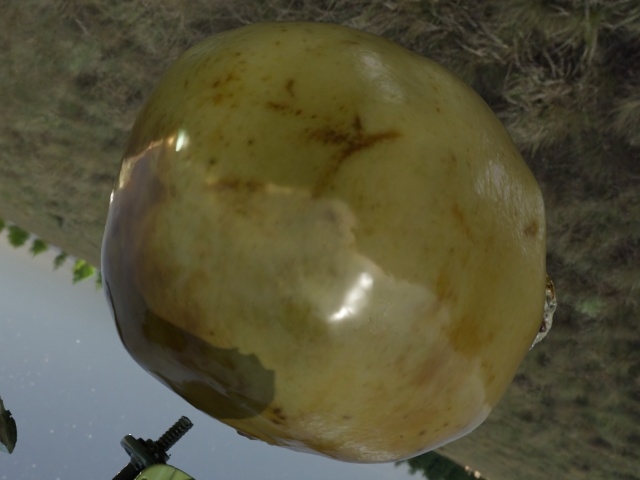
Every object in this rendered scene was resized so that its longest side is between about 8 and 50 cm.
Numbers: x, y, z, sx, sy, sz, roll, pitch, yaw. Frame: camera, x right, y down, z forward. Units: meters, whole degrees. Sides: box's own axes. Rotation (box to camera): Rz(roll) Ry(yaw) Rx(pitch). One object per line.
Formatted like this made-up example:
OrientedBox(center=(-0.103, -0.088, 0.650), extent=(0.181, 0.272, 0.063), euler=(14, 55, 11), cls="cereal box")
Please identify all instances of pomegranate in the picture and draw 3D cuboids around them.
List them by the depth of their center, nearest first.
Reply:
OrientedBox(center=(0.000, 0.000, 0.472), extent=(0.332, 0.332, 0.332), euler=(27, 169, 6), cls="pomegranate")

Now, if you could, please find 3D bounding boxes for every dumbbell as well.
OrientedBox(center=(-0.253, 0.305, 0.736), extent=(0.081, 0.254, 0.081), euler=(33, 147, 25), cls="dumbbell")

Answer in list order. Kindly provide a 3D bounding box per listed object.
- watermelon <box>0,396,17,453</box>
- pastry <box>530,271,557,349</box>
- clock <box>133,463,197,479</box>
OrientedBox(center=(-0.346, 0.127, 0.587), extent=(0.081, 0.094, 0.180), euler=(-10, -148, -36), cls="watermelon")
OrientedBox(center=(0.386, 0.113, 1.370), extent=(0.256, 0.170, 0.237), euler=(7, 140, 11), cls="pastry")
OrientedBox(center=(-0.130, 0.357, 0.648), extent=(0.232, 0.170, 0.069), euler=(31, 153, -2), cls="clock")
